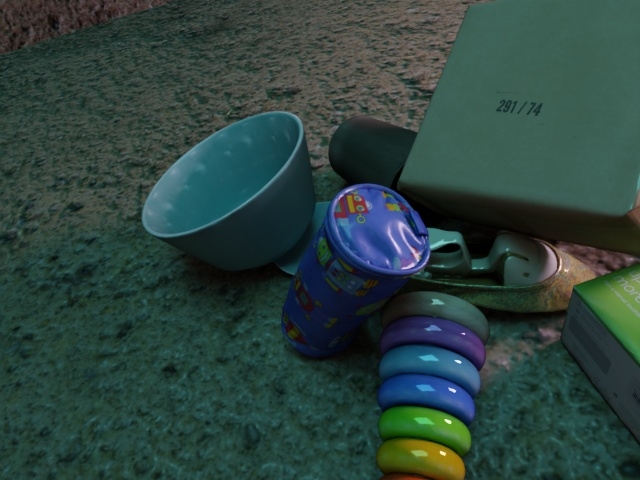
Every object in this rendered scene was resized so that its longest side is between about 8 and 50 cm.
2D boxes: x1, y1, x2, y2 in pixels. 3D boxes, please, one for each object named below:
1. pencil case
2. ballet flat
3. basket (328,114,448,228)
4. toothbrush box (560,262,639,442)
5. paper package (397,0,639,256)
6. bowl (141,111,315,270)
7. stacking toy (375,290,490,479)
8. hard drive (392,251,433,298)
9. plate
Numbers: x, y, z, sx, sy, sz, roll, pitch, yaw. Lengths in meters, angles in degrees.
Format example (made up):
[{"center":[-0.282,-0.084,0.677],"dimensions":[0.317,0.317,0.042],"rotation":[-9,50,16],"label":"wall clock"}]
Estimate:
[{"center":[0.035,0.054,0.641],"dimensions":[0.133,0.306,0.119],"rotation":[-12,65,-22],"label":"pencil case"},{"center":[0.220,0.032,0.710],"dimensions":[0.349,0.123,0.123],"rotation":[3,47,11],"label":"ballet flat"},{"center":[0.129,-0.136,0.900],"dimensions":[0.205,0.154,0.227],"rotation":[-8,31,-32],"label":"basket"},{"center":[0.472,0.115,0.573],"dimensions":[0.284,0.122,0.206],"rotation":[-17,44,-3],"label":"toothbrush box"},{"center":[0.313,-0.164,0.661],"dimensions":[0.325,0.168,0.309],"rotation":[19,87,50],"label":"paper package"},{"center":[-0.134,-0.066,0.868],"dimensions":[0.312,0.163,0.311],"rotation":[-19,38,16],"label":"bowl"},{"center":[0.112,0.228,0.566],"dimensions":[0.141,0.141,0.330],"rotation":[4,52,19],"label":"stacking toy"},{"center":[0.129,0.035,0.819],"dimensions":[0.094,0.022,0.135],"rotation":[11,51,25],"label":"hard drive"},{"center":[0.000,0.000,0.890],"dimensions":[0.188,0.024,0.188],"rotation":[-8,44,8],"label":"plate"}]
